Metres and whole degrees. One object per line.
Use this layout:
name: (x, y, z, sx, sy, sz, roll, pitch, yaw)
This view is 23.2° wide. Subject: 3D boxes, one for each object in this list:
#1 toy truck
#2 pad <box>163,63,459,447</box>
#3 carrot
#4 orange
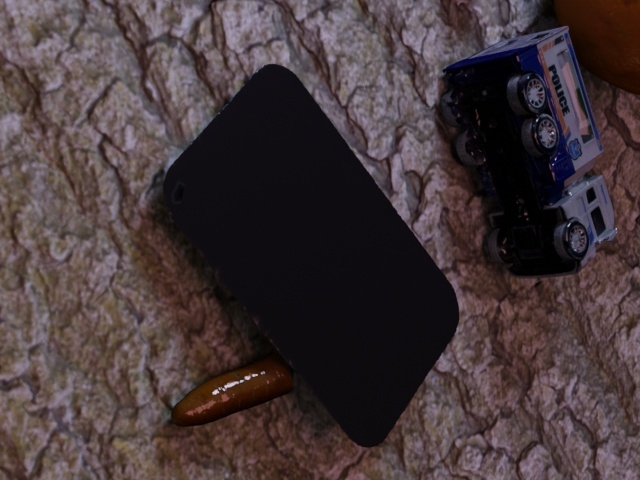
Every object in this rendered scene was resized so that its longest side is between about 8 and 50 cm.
toy truck: (0.257, -0.101, 1.819, 0.155, 0.124, 0.268, -32, 108, -42)
pad: (0.001, -0.001, 1.663, 0.375, 0.063, 0.315, 54, 51, -18)
carrot: (-0.091, 0.153, 1.556, 0.139, 0.048, 0.048, -19, 102, -39)
orange: (0.409, -0.304, 1.877, 0.261, 0.261, 0.261, 1, 88, -41)
